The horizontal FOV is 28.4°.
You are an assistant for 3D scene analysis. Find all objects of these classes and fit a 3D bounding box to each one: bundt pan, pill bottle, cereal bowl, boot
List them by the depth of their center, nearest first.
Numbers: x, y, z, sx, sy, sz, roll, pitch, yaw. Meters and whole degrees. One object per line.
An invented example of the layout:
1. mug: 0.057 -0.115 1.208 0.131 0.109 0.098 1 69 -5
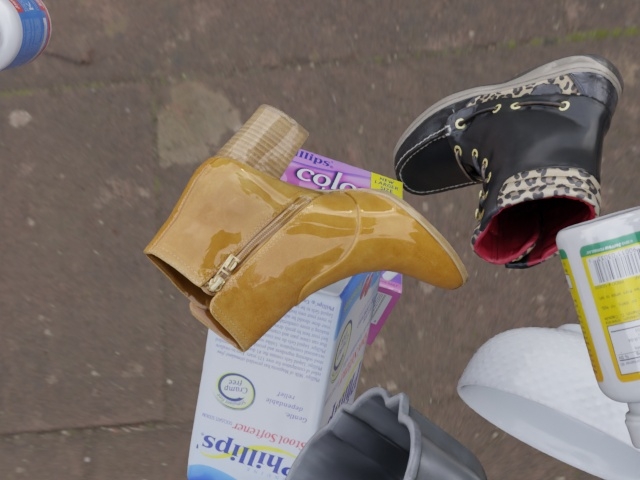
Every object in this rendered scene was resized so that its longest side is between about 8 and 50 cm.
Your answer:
1. bundt pan: 0.037 0.293 1.048 0.124 0.331 0.330 27 80 -14
2. pill bottle: 0.295 0.076 1.142 0.118 0.117 0.208 -17 89 1
3. boot: -0.013 0.028 1.253 0.295 0.104 0.211 37 74 -14
4. cereal bowl: 0.359 0.208 1.667 0.339 0.339 0.141 25 76 9
5. boot: 0.247 -0.089 1.788 0.377 0.138 0.284 -19 39 31
6. pill bottle: -0.479 -0.305 1.834 0.124 0.221 0.124 1 103 5

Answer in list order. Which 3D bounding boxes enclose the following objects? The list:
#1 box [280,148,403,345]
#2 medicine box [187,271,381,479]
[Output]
1. box: 0.000 0.000 1.812 0.214 0.117 0.243 18 40 -11
2. medicine box: -0.036 0.133 1.552 0.149 0.263 0.289 14 112 10
